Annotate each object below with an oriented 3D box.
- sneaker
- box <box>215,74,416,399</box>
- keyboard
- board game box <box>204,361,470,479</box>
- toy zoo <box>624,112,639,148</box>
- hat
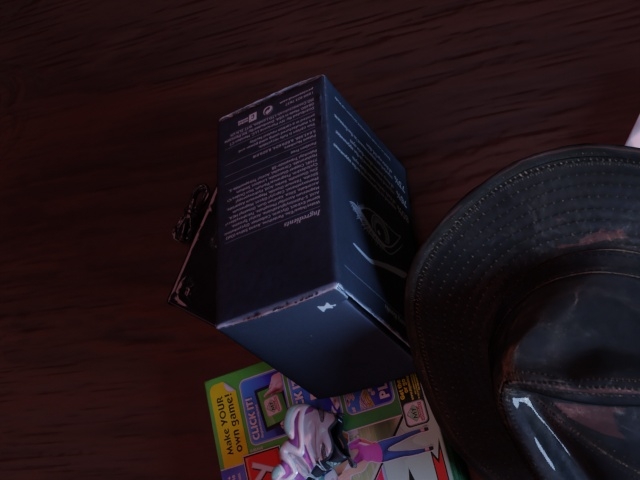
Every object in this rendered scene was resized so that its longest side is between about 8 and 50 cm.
[{"bbox_3d":[-0.002,0.185,0.832,0.069,0.038,0.098,4,82,30],"label":"sneaker"},{"bbox_3d":[0.000,0.000,0.824,0.108,0.153,0.207,-20,51,24],"label":"box"},{"bbox_3d":[-0.091,-0.011,0.981,0.108,0.023,0.180,24,91,23],"label":"keyboard"},{"bbox_3d":[0.028,0.243,0.854,0.213,0.046,0.317,-21,71,22],"label":"board game box"},{"bbox_3d":[0.301,-0.001,0.764,0.192,0.030,0.293,27,94,29],"label":"toy zoo"},{"bbox_3d":[0.193,0.110,0.660,0.331,0.134,0.331,10,118,20],"label":"hat"}]
